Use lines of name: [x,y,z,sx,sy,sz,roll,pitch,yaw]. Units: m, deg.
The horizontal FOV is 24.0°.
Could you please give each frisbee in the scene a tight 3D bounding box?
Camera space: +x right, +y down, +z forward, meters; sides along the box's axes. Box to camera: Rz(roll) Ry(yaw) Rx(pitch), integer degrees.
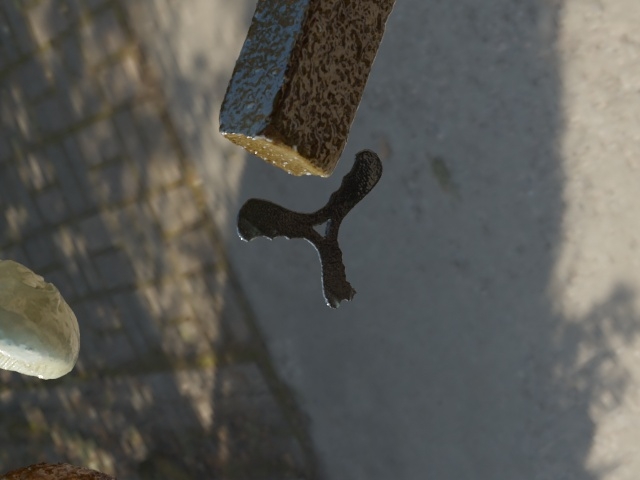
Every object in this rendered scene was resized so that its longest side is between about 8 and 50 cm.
frisbee: [0.000,0.000,1.863,0.012,0.211,0.187,24,130,59]

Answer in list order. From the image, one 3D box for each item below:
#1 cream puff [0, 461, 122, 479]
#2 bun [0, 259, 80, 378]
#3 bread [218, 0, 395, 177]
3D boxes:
cream puff: [-0.265,0.356,1.418,0.212,0.303,0.303,-3,110,45]
bun: [-0.419,0.099,2.014,0.231,0.231,0.133,1,69,55]
bread: [0.004,-0.291,1.911,0.113,0.416,0.165,8,164,41]
